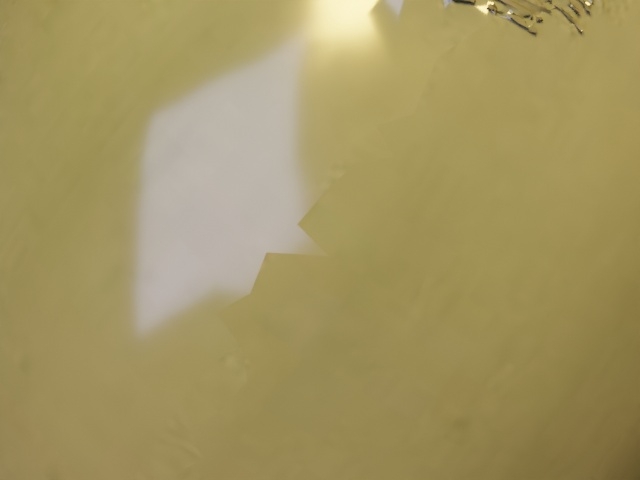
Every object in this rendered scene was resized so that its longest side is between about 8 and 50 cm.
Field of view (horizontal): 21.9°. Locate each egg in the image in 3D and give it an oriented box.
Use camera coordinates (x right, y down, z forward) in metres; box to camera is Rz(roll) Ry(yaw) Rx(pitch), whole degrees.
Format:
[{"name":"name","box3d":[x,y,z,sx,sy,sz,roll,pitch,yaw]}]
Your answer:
[{"name":"egg","box3d":[0.000,0.000,0.407,0.203,0.203,0.283,39,116,23]}]
